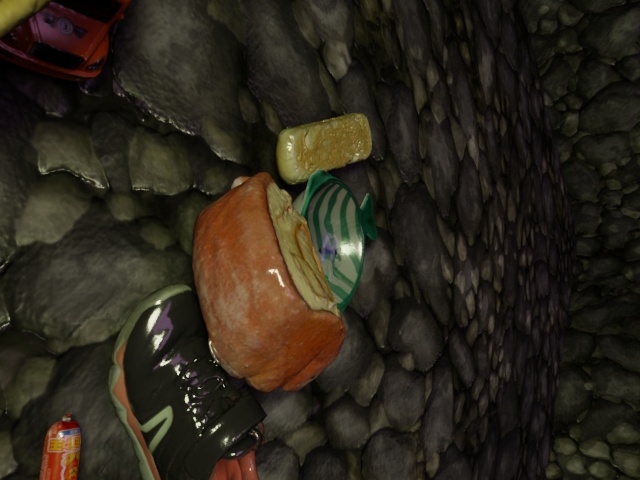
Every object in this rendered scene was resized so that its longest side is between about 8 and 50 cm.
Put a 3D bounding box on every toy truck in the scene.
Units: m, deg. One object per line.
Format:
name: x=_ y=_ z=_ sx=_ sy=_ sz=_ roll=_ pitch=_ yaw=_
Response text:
toy truck: x=-0.238 y=-0.286 z=0.470 sx=0.108 sy=0.114 sz=0.252 roll=5 pitch=81 yaw=-55

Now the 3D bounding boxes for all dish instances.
dish: x=0.000 y=0.000 z=0.789 sx=0.246 sy=0.078 sz=0.224 roll=-33 pitch=117 yaw=-53

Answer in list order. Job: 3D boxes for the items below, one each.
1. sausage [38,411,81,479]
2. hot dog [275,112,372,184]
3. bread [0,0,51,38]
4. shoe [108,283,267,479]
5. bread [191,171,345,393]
sausage: x=-0.245 y=0.227 z=0.477 sx=0.034 sy=0.034 sz=0.129 roll=18 pitch=73 yaw=-52
hot dog: x=-0.001 y=-0.148 z=0.812 sx=0.242 sy=0.073 sz=0.084 roll=-31 pitch=113 yaw=-50
bread: x=-0.285 y=-0.222 z=0.352 sx=0.178 sy=0.240 sz=0.135 roll=-57 pitch=179 yaw=7
shoe: x=-0.131 y=0.192 z=0.548 sx=0.114 sy=0.137 sz=0.290 roll=-22 pitch=103 yaw=-53
bread: x=-0.066 y=0.034 z=0.585 sx=0.190 sy=0.123 sz=0.244 roll=41 pitch=22 yaw=-58
